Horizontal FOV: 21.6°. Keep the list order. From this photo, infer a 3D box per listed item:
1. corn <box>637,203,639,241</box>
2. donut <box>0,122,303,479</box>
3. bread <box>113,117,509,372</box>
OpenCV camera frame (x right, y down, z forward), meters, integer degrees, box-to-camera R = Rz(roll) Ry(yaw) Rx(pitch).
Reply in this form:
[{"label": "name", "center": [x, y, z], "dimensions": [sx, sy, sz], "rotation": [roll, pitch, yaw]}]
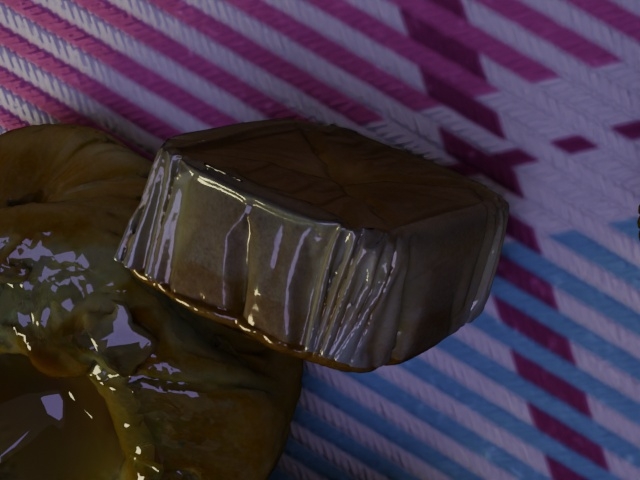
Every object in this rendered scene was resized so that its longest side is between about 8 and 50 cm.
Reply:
[{"label": "corn", "center": [0.240, -0.110, 0.985], "dimensions": [0.101, 0.101, 0.292], "rotation": [6, 115, 19]}, {"label": "donut", "center": [-0.184, 0.099, 1.201], "dimensions": [0.360, 0.170, 0.360], "rotation": [7, 118, 14]}, {"label": "bread", "center": [-0.001, 0.001, 1.061], "dimensions": [0.192, 0.210, 0.110], "rotation": [23, 109, 22]}]
